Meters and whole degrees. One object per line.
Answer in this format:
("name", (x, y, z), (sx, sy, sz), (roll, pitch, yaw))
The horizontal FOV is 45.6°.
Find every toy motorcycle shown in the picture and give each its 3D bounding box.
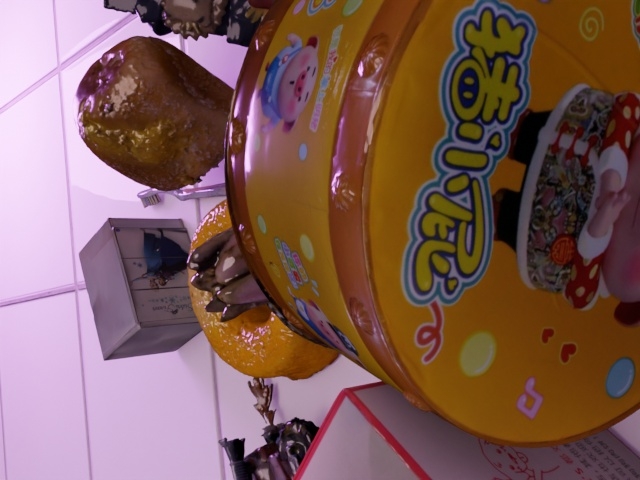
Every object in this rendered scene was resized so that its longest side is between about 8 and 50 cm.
("toy motorcycle", (-0.047, 0.356, 1.070), (0.207, 0.134, 0.401), (-41, 63, 33))

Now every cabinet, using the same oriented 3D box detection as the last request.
("cabinet", (-0.306, 0.079, 1.328), (0.150, 0.145, 0.206), (-38, 64, 41))

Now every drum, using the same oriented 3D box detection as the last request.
("drum", (0.149, -0.065, 0.621), (0.214, 0.431, 0.431), (24, 109, 58))

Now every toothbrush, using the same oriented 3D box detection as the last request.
("toothbrush", (-0.212, -0.083, 1.309), (0.375, 0.028, 0.037), (-2, 116, 47))

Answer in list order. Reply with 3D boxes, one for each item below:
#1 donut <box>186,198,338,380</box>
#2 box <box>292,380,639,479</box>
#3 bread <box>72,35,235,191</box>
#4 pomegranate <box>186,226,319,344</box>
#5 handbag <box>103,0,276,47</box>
("donut", (-0.088, 0.062, 1.115), (0.303, 0.110, 0.302), (7, 99, 45))
("box", (0.148, 0.324, 0.727), (0.314, 0.312, 0.300), (44, 120, 36))
("bread", (-0.244, -0.180, 1.185), (0.196, 0.246, 0.176), (-26, 48, 37))
("pomegranate", (0.000, 0.000, 0.855), (0.285, 0.341, 0.284), (13, 108, 44))
("handbag", (-0.149, -0.441, 1.080), (0.303, 0.122, 0.329), (16, 107, 13))
